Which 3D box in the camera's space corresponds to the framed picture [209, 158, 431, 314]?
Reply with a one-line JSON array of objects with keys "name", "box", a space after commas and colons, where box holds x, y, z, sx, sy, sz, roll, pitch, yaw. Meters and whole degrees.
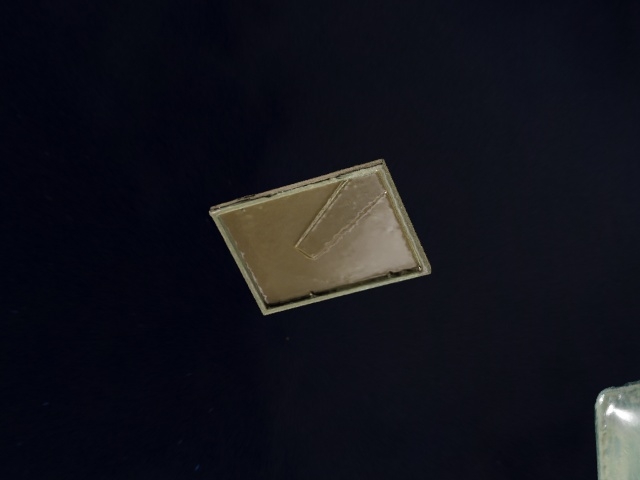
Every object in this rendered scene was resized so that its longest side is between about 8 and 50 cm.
[{"name": "framed picture", "box": [0.000, 0.000, 1.006, 0.149, 0.011, 0.109, -15, -58, 18]}]

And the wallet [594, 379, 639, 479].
[{"name": "wallet", "box": [0.257, 0.159, 0.605, 0.054, 0.290, 0.251, 23, -121, -33]}]
